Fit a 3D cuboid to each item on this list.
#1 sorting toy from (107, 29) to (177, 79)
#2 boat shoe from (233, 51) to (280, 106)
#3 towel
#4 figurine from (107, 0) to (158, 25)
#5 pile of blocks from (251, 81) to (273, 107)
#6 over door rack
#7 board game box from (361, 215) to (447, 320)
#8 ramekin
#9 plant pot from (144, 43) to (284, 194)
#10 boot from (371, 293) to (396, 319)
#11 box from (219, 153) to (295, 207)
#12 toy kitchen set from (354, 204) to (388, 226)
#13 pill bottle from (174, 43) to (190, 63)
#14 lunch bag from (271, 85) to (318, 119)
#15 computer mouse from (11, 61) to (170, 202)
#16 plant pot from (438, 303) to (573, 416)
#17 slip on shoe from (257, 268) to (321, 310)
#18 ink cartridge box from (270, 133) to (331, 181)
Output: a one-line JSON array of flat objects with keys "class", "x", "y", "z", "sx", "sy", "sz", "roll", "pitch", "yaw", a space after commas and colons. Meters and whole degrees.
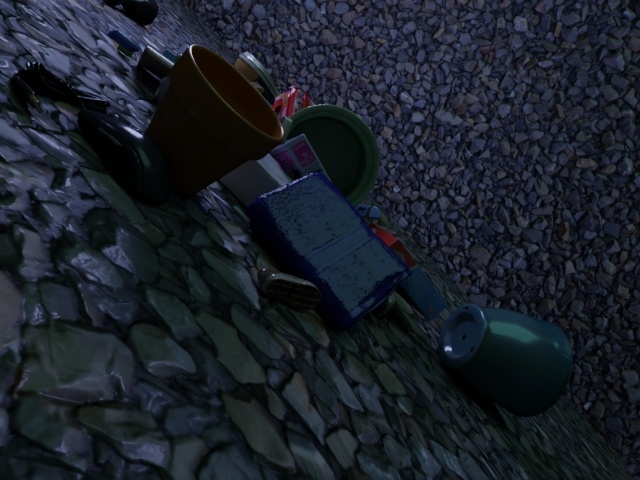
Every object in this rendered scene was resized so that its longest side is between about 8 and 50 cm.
[{"class": "sorting toy", "x": -0.357, "y": -0.419, "z": 1.222, "sx": 0.348, "sy": 0.047, "sz": 0.196, "roll": 32, "pitch": -5, "yaw": -26}, {"class": "boat shoe", "x": -0.242, "y": -0.556, "z": 1.940, "sx": 0.187, "sy": 0.156, "sz": 0.500, "roll": 43, "pitch": 1, "yaw": 14}, {"class": "towel", "x": 0.015, "y": 0.014, "z": 0.981, "sx": 0.228, "sy": 0.076, "sz": 0.308, "roll": -29, "pitch": 75, "yaw": -41}, {"class": "figurine", "x": -0.677, "y": -0.834, "z": 1.605, "sx": 0.215, "sy": 0.092, "sz": 0.209, "roll": 46, "pitch": 17, "yaw": 10}, {"class": "pile of blocks", "x": -0.211, "y": -0.415, "z": 1.594, "sx": 0.362, "sy": 0.149, "sz": 0.112, "roll": 34, "pitch": 17, "yaw": -41}, {"class": "over door rack", "x": -0.213, "y": -0.303, "z": 1.059, "sx": 0.239, "sy": 0.108, "sz": 0.324, "roll": 26, "pitch": -4, "yaw": -28}, {"class": "board game box", "x": 0.187, "y": 0.060, "z": 1.326, "sx": 0.242, "sy": 0.064, "sz": 0.316, "roll": 50, "pitch": -2, "yaw": -22}, {"class": "ramekin", "x": 0.005, "y": -0.229, "z": 1.388, "sx": 0.303, "sy": 0.303, "sz": 0.148, "roll": 42, "pitch": 6, "yaw": -13}, {"class": "plant pot", "x": -0.198, "y": -0.186, "z": 0.825, "sx": 0.205, "sy": 0.188, "sz": 0.205, "roll": 43, "pitch": 21, "yaw": -20}, {"class": "boot", "x": 0.068, "y": 0.066, "z": 1.131, "sx": 0.178, "sy": 0.085, "sz": 0.236, "roll": 34, "pitch": 16, "yaw": -29}, {"class": "box", "x": -0.136, "y": -0.135, "z": 1.100, "sx": 0.130, "sy": 0.091, "sz": 0.170, "roll": 46, "pitch": 13, "yaw": 1}, {"class": "toy kitchen set", "x": 0.089, "y": -0.044, "z": 1.561, "sx": 0.207, "sy": 0.166, "sz": 0.122, "roll": 10, "pitch": -18, "yaw": 37}, {"class": "pill bottle", "x": -0.377, "y": -0.540, "z": 1.568, "sx": 0.184, "sy": 0.103, "sz": 0.103, "roll": 32, "pitch": 18, "yaw": -42}, {"class": "lunch bag", "x": -0.083, "y": -0.350, "z": 1.604, "sx": 0.258, "sy": 0.120, "sz": 0.293, "roll": 37, "pitch": 49, "yaw": -45}, {"class": "computer mouse", "x": -0.322, "y": -0.168, "z": 0.709, "sx": 0.262, "sy": 0.060, "sz": 0.184, "roll": 50, "pitch": 13, "yaw": 20}, {"class": "plant pot", "x": 0.472, "y": 0.298, "z": 1.310, "sx": 0.255, "sy": 0.271, "sz": 0.271, "roll": 26, "pitch": 18, "yaw": -15}, {"class": "slip on shoe", "x": -0.052, "y": 0.080, "z": 0.813, "sx": 0.135, "sy": 0.051, "sz": 0.041, "roll": 22, "pitch": 14, "yaw": -45}, {"class": "ink cartridge box", "x": -0.011, "y": -0.112, "z": 1.236, "sx": 0.311, "sy": 0.065, "sz": 0.186, "roll": 57, "pitch": -12, "yaw": -14}]
